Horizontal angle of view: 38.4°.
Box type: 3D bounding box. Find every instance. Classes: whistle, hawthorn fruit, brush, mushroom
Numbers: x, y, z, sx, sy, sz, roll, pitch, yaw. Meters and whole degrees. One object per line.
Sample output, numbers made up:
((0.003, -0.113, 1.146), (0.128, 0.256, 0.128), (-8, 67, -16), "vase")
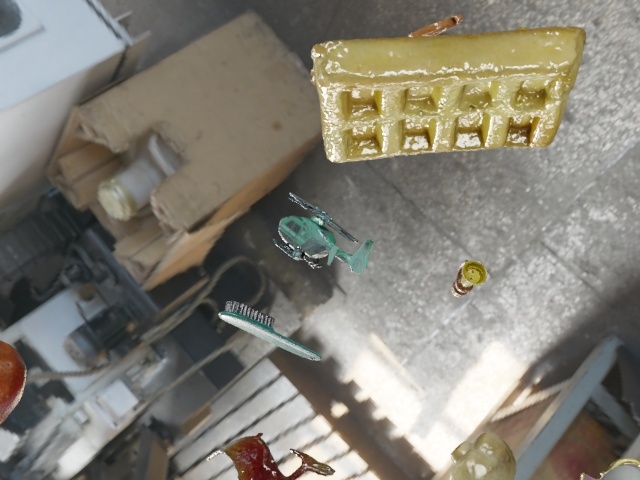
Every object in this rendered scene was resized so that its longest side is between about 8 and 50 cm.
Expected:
((0.253, 0.065, 1.630), (0.109, 0.046, 0.057), (124, 126, -69), "whistle")
((-0.603, 0.255, 1.567), (0.179, 0.200, 0.179), (23, 177, 1), "hawthorn fruit")
((-0.066, 0.129, 1.319), (0.193, 0.032, 0.043), (29, 155, -38), "brush")
((0.296, 0.424, 1.699), (0.112, 0.148, 0.148), (47, 149, 37), "mushroom")

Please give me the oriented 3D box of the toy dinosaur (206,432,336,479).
((-0.092, 0.465, 1.672), (0.328, 0.206, 0.112), (15, 128, 17), "toy dinosaur")

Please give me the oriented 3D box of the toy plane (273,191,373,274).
((0.000, 0.000, 1.503), (0.060, 0.096, 0.235), (24, -173, -45), "toy plane")

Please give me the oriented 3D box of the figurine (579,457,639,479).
((0.511, 0.399, 1.334), (0.264, 0.189, 0.142), (3, 138, 11), "figurine")

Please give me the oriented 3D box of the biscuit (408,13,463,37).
((0.164, -0.295, 1.283), (0.078, 0.091, 0.015), (-14, 100, 38), "biscuit")

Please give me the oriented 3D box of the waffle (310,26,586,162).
((0.128, -0.149, 0.953), (0.274, 0.057, 0.168), (-3, 157, 1), "waffle")
